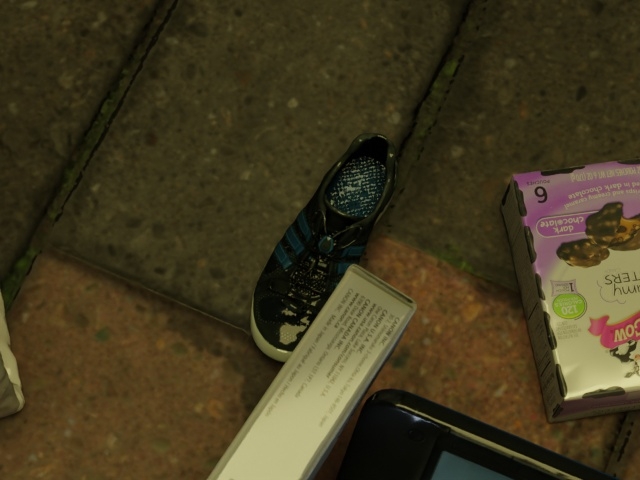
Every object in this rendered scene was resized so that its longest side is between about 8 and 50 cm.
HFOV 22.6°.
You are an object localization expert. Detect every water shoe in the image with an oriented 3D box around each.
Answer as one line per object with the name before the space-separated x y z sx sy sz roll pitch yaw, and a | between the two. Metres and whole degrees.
water shoe | 0.000 0.000 1.296 0.073 0.080 0.203 23 69 7

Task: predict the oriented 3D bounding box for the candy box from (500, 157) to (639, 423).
candy box | 0.249 0.037 1.300 0.165 0.070 0.196 -8 68 -6

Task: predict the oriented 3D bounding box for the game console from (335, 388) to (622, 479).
game console | 0.120 0.286 1.146 0.293 0.250 0.173 22 42 5

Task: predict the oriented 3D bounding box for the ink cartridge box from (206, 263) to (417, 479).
ink cartridge box | -0.041 0.172 1.141 0.060 0.239 0.275 32 70 6

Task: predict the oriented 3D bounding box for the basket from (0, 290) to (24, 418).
basket | -0.390 -0.038 1.161 0.267 0.328 0.331 -12 70 -5
